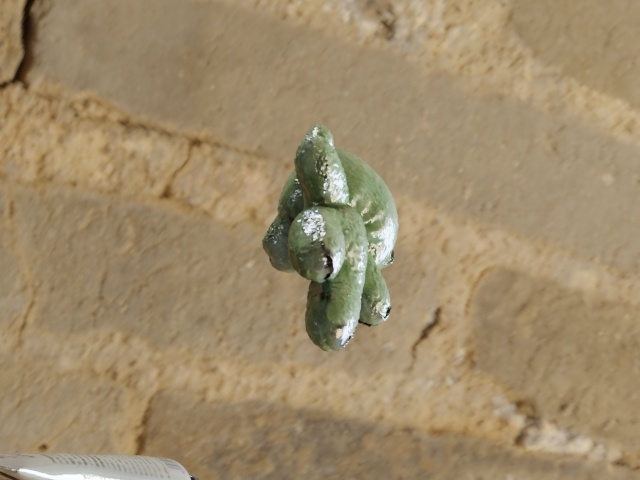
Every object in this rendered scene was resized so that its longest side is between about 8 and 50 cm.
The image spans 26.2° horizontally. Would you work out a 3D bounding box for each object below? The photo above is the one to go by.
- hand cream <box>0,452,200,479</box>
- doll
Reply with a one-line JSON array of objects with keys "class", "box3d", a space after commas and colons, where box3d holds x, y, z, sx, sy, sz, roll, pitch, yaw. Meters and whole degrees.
[{"class": "hand cream", "box3d": [-0.156, 0.159, 0.907, 0.234, 0.080, 0.050, 26, -113, -56]}, {"class": "doll", "box3d": [0.000, 0.000, 0.749, 0.150, 0.077, 0.115, -76, -35, -69]}]
